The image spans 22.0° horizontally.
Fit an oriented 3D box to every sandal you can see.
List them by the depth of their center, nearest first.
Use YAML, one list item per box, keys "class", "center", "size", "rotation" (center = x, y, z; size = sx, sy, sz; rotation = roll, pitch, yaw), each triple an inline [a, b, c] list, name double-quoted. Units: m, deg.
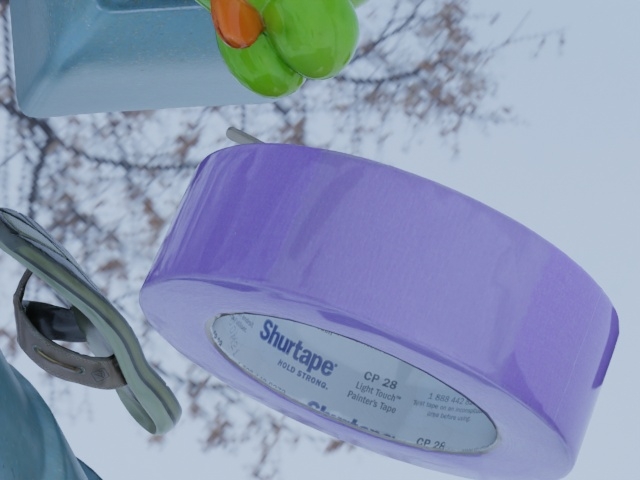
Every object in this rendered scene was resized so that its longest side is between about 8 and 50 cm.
- class: "sandal"
  center: [-0.217, 0.091, 1.471]
  size: [0.120, 0.086, 0.303]
  rotation: [41, -16, 47]

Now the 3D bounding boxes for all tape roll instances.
- class: "tape roll"
  center: [0.034, 0.050, 0.983]
  size: [0.275, 0.090, 0.275]
  rotation: [21, -20, 8]

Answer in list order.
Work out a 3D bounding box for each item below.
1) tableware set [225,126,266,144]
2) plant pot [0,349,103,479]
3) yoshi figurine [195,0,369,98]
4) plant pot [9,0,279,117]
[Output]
- class: "tableware set"
  center: [0.000, 0.000, 1.260]
  size: [0.194, 0.039, 0.128]
  rotation: [24, -36, 10]
- class: "plant pot"
  center: [-0.262, 0.059, 0.590]
  size: [0.341, 0.341, 0.334]
  rotation: [3, -53, 22]
- class: "yoshi figurine"
  center: [-0.057, -0.265, 0.962]
  size: [0.362, 0.203, 0.203]
  rotation: [69, -20, -7]
- class: "plant pot"
  center: [-0.136, -0.244, 1.387]
  size: [0.248, 0.252, 0.247]
  rotation: [-5, -90, -12]
